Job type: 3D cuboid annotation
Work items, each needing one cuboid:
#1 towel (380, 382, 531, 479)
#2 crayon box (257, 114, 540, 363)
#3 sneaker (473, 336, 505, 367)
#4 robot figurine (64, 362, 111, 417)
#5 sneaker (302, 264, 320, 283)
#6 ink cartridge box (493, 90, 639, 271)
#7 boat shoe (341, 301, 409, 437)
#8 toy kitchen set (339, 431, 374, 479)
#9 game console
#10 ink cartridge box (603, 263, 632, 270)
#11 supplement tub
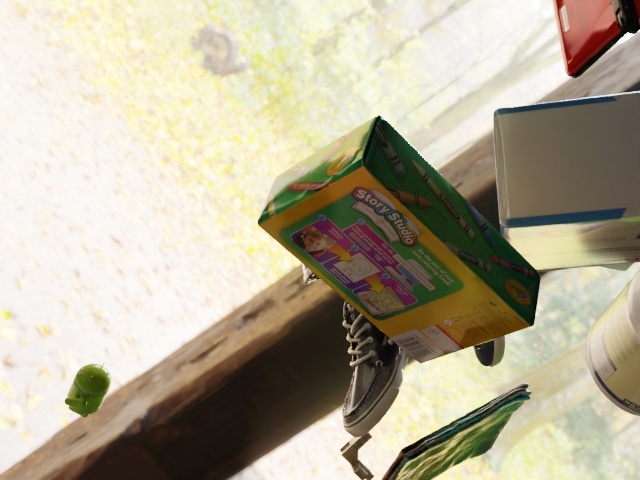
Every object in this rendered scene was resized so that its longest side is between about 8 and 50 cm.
[{"bbox_3d":[0.274,0.452,1.829,0.040,0.370,0.271,51,-38,28],"label":"towel"},{"bbox_3d":[0.089,0.010,0.932,0.278,0.165,0.081,42,45,-23],"label":"crayon box"},{"bbox_3d":[0.227,0.097,1.569,0.350,0.148,0.131,67,-8,-16],"label":"sneaker"},{"bbox_3d":[-0.423,0.272,1.561,0.067,0.115,0.101,31,34,-2],"label":"robot figurine"},{"bbox_3d":[0.000,0.000,1.113,0.162,0.063,0.073,101,-34,-62],"label":"sneaker"},{"bbox_3d":[0.402,-0.070,1.227,0.395,0.285,0.166,39,48,-73],"label":"ink cartridge box"},{"bbox_3d":[0.089,0.210,1.679,0.158,0.127,0.341,43,48,-15],"label":"boat shoe"},{"bbox_3d":[0.096,0.445,1.745,0.083,0.075,0.068,47,0,-9],"label":"toy kitchen set"},{"bbox_3d":[0.307,-0.235,0.849,0.085,0.124,0.144,18,52,-21],"label":"game console"},{"bbox_3d":[0.635,-0.114,1.859,0.121,0.211,0.289,11,46,-20],"label":"ink cartridge box"},{"bbox_3d":[0.633,0.162,1.516,0.235,0.235,0.325,60,-17,24],"label":"supplement tub"}]
